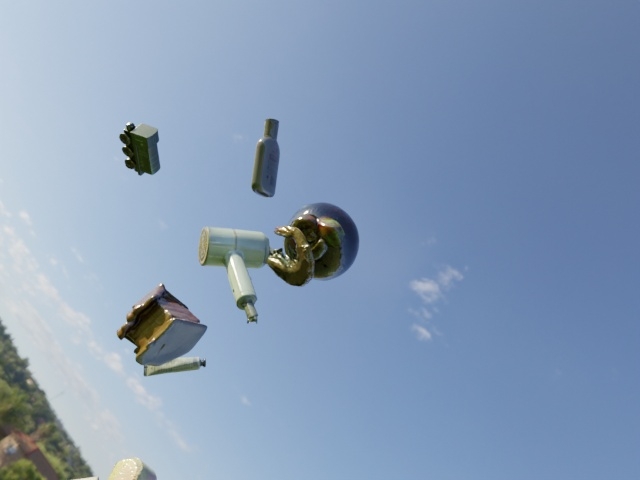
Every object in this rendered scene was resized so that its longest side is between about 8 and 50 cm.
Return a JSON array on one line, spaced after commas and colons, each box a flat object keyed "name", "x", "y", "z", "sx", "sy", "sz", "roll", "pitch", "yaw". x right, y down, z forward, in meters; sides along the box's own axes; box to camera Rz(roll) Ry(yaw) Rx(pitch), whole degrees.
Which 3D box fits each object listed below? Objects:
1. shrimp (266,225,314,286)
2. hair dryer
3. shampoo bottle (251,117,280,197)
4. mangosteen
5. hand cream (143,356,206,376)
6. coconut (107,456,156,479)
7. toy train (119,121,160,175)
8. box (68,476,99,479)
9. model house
[{"name": "shrimp", "x": -0.101, "y": 0.031, "z": 1.356, "sx": 0.253, "sy": 0.058, "sz": 0.173, "roll": 36, "pitch": -55, "yaw": 40}, {"name": "hair dryer", "x": -0.192, "y": 0.092, "z": 1.209, "sx": 0.357, "sy": 0.173, "sz": 0.107, "roll": -119, "pitch": -139, "yaw": -50}, {"name": "shampoo bottle", "x": -0.114, "y": -0.179, "z": 1.042, "sx": 0.040, "sy": 0.080, "sz": 0.165, "roll": 2, "pitch": -99, "yaw": 21}, {"name": "mangosteen", "x": 0.000, "y": 0.000, "z": 1.680, "sx": 0.288, "sy": 0.288, "sz": 0.287, "roll": 30, "pitch": -42, "yaw": 31}, {"name": "hand cream", "x": -0.571, "y": 0.489, "z": 1.909, "sx": 0.050, "sy": 0.234, "sz": 0.080, "roll": 114, "pitch": -30, "yaw": -47}, {"name": "coconut", "x": -0.623, "y": 0.810, "z": 1.611, "sx": 0.147, "sy": 0.147, "sz": 0.152, "roll": 20, "pitch": -35, "yaw": 39}, {"name": "toy train", "x": -0.697, "y": -0.351, "z": 1.897, "sx": 0.137, "sy": 0.090, "sz": 0.225, "roll": 20, "pitch": -43, "yaw": 10}, {"name": "box", "x": -0.521, "y": 0.577, "z": 0.958, "sx": 0.201, "sy": 0.141, "sz": 0.058, "roll": -114, "pitch": -154, "yaw": -59}, {"name": "model house", "x": -0.529, "y": 0.268, "z": 1.567, "sx": 0.229, "sy": 0.199, "sz": 0.219, "roll": 36, "pitch": -11, "yaw": 32}]
